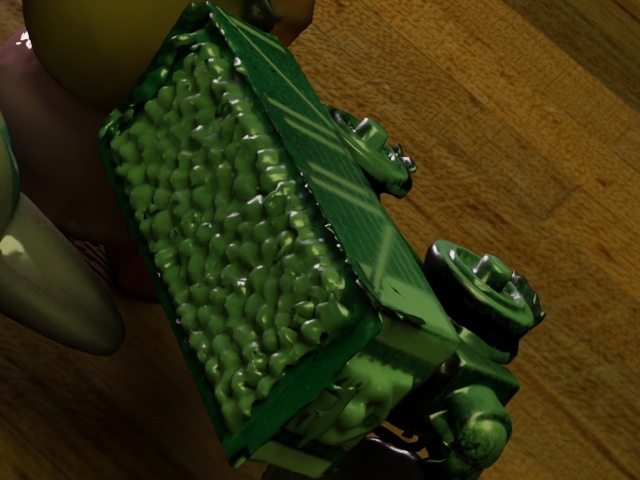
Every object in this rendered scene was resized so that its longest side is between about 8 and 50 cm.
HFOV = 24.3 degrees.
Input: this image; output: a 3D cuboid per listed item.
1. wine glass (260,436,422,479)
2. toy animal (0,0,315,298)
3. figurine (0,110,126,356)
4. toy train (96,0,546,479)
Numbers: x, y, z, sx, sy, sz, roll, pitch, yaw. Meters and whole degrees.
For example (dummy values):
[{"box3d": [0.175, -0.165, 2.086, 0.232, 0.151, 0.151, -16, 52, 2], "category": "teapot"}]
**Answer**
[{"box3d": [-0.122, 0.221, 0.627, 0.406, 0.267, 0.267, -13, 61, -41], "category": "wine glass"}, {"box3d": [-0.106, -0.108, 0.870, 0.169, 0.281, 0.195, 7, 53, -20], "category": "toy animal"}, {"box3d": [-0.227, -0.095, 0.776, 0.378, 0.361, 0.266, 41, 20, -13], "category": "figurine"}, {"box3d": [0.000, 0.000, 0.717, 0.154, 0.115, 0.269, 25, 27, -43], "category": "toy train"}]
